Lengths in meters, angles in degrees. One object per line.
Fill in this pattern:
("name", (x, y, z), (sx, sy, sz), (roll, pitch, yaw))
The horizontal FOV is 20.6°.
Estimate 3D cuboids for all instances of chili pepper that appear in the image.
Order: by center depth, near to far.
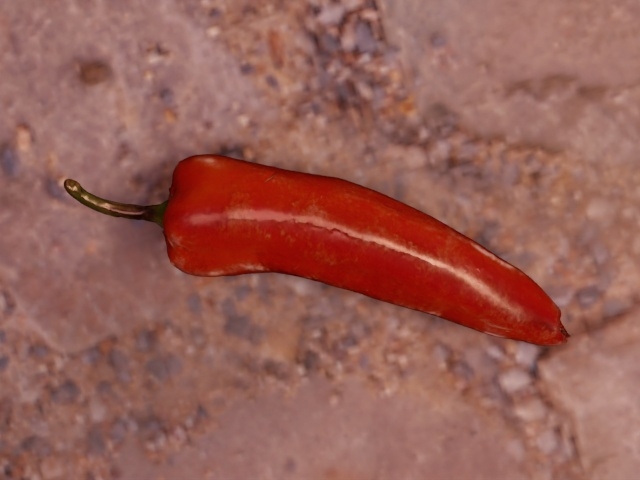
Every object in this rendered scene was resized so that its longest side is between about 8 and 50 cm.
("chili pepper", (0.000, 0.000, 0.907), (0.272, 0.071, 0.063), (14, 61, 5))
